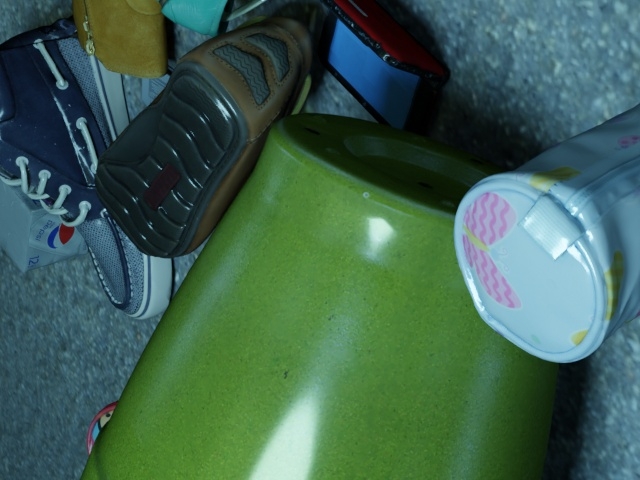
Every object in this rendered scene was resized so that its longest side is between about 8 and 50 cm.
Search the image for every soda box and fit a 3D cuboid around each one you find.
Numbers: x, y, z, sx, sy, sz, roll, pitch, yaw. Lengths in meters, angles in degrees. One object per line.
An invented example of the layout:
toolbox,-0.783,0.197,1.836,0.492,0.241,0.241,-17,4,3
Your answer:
soda box,-0.383,-0.092,1.756,0.286,0.091,0.098,45,136,32

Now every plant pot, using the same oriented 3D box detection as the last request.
plant pot,0.025,0.104,1.098,0.366,0.366,0.353,32,111,41

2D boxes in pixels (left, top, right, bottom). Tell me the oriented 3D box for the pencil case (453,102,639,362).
pencil case,0.205,-0.033,0.850,0.113,0.273,0.124,59,150,6

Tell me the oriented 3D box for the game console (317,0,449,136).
game console,0.027,-0.150,1.194,0.144,0.124,0.085,48,112,29

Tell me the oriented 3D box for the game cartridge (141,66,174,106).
game cartridge,-0.154,-0.147,1.492,0.083,0.017,0.056,36,129,39

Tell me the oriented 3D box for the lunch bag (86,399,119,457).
lunch bag,-0.081,0.278,1.448,0.258,0.120,0.293,-11,93,19

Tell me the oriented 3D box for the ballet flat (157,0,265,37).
ballet flat,-0.047,-0.263,1.241,0.087,0.083,0.247,34,129,-13

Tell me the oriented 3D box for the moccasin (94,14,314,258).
moccasin,-0.110,-0.095,1.359,0.139,0.147,0.380,47,148,7

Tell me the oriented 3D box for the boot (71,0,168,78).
boot,-0.165,-0.256,1.399,0.295,0.104,0.211,24,129,52

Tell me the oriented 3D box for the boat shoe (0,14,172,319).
boat shoe,-0.277,-0.064,1.570,0.127,0.158,0.341,-9,97,54
